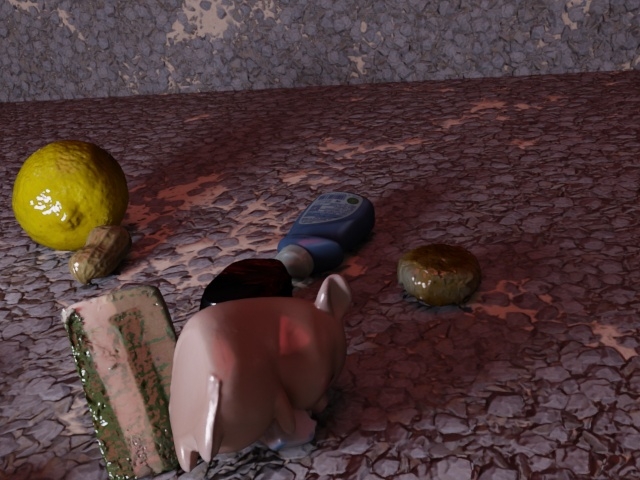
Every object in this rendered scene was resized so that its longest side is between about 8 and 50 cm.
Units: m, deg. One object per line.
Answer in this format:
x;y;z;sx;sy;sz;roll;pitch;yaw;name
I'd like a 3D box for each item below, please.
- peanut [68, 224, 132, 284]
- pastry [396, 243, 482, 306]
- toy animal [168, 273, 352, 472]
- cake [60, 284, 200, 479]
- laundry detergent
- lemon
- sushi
-0.461;0.025;1.565;0.083;0.093;0.194;13;27;9;peanut
0.212;0.057;1.313;0.153;0.081;0.153;-7;21;2;pastry
-0.074;0.176;1.007;0.256;0.195;0.213;-2;63;-35;toy animal
-0.271;0.191;1.069;0.158;0.172;0.283;-17;29;-15;cake
0.000;0.000;1.496;0.143;0.094;0.290;11;33;23;laundry detergent
-0.566;-0.107;1.692;0.253;0.253;0.310;-9;24;-4;lemon
-0.123;0.120;1.235;0.136;0.126;0.225;-1;20;17;sushi
